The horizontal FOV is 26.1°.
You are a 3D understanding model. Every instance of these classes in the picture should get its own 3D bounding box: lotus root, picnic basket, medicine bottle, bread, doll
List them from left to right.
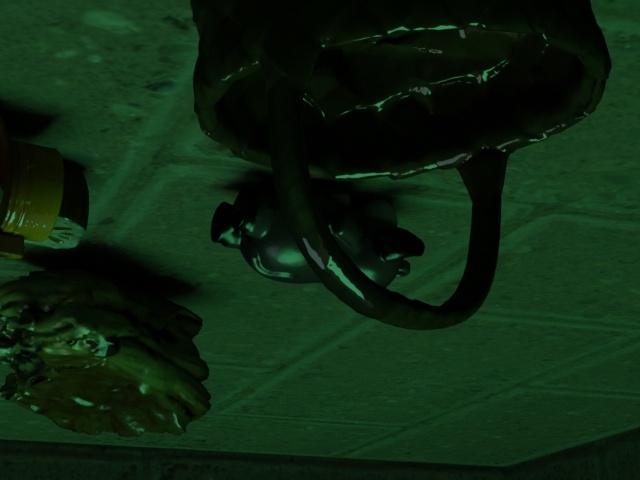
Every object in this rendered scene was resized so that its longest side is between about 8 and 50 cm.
[{"bbox_3d":[-0.383,-0.065,1.411,0.222,0.149,0.112,10,162,-30],"label":"medicine bottle"},{"bbox_3d":[-0.326,-0.044,1.594,0.112,0.081,0.122,8,161,-19],"label":"lotus root"},{"bbox_3d":[-0.344,0.146,2.029,0.314,0.191,0.370,-4,151,29],"label":"bread"},{"bbox_3d":[-0.001,0.002,1.678,0.257,0.117,0.182,10,161,-28],"label":"doll"},{"bbox_3d":[0.060,-0.082,1.094,0.337,0.337,0.293,-14,157,37],"label":"picnic basket"}]

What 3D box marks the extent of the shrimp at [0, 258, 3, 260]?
[{"bbox_3d":[-0.395,0.007,1.476,0.184,0.091,0.043,-42,-176,-32],"label":"shrimp"}]
